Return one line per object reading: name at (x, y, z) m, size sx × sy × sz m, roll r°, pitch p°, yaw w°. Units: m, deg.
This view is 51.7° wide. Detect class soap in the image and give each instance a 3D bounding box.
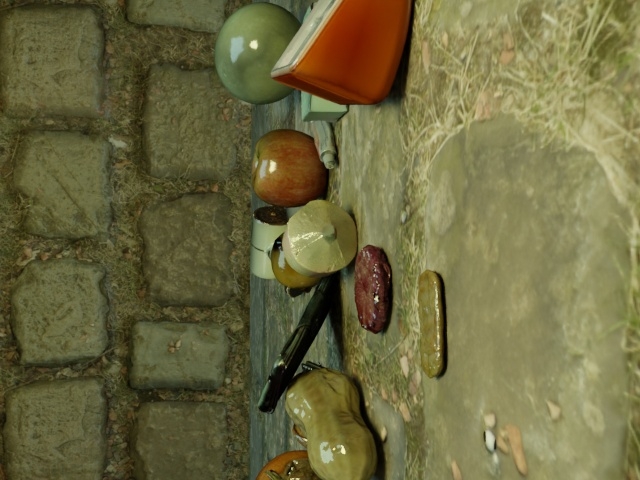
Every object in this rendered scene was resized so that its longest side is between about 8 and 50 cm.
soap at (0.008, -0.377, 1.394) m, size 0.145 × 0.091 × 0.230 m, roll 170°, pitch 99°, yaw -78°

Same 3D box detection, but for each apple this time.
apple at (-0.073, -0.169, 1.567) m, size 0.188 × 0.174 × 0.188 m, roll -178°, pitch 90°, yaw -75°

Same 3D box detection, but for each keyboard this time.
keyboard at (-0.007, 0.348, 1.607) m, size 0.317 × 0.027 × 0.106 m, roll 151°, pitch 118°, yaw -77°

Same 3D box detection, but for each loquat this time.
loquat at (-0.048, 0.043, 1.540) m, size 0.163 × 0.137 × 0.163 m, roll 17°, pitch 110°, yaw 58°

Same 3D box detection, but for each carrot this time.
carrot at (-0.048, 0.537, 1.369) m, size 0.193 × 0.214 × 0.331 m, roll 63°, pitch 157°, yaw 12°

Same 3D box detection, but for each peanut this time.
peanut at (0.021, 0.340, 1.222) m, size 0.313 × 0.149 × 0.149 m, roll -118°, pitch 30°, yaw -63°

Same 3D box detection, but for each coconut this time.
coconut at (0.000, 0.000, 1.313) m, size 0.152 × 0.147 × 0.147 m, roll 128°, pitch 141°, yaw -75°

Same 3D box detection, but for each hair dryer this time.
hair dryer at (-0.115, 0.064, 1.945) m, size 0.362 × 0.128 × 0.203 m, roll -122°, pitch 34°, yaw -54°

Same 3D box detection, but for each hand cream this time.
hand cream at (0.006, -0.234, 1.508) m, size 0.216 × 0.052 × 0.038 m, roll -99°, pitch -18°, yaw -46°

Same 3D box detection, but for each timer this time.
timer at (0.046, -0.357, 1.074) m, size 0.257 × 0.161 × 0.249 m, roll -136°, pitch 65°, yaw -74°

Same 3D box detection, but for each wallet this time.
wallet at (-0.036, 0.198, 1.382) m, size 0.318 × 0.045 × 0.172 m, roll -57°, pitch -12°, yaw -48°

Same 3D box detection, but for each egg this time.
egg at (-0.159, -0.499, 1.781) m, size 0.352 × 0.259 × 0.258 m, roll 159°, pitch 111°, yaw -75°

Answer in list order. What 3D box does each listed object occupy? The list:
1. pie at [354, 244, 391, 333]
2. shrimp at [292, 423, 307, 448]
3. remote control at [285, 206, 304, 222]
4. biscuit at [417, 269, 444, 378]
pie at (0.088, 0.083, 1.138) m, size 0.154 × 0.036 × 0.154 m, roll 180°, pitch 90°, yaw -78°
shrimp at (0.029, 0.407, 1.321) m, size 0.178 × 0.124 × 0.034 m, roll 23°, pitch 104°, yaw 29°
remote control at (-0.056, -0.022, 1.766) m, size 0.109 × 0.055 × 0.312 m, roll 102°, pitch 163°, yaw -45°
biscuit at (0.149, 0.112, 0.893) m, size 0.071 × 0.019 × 0.147 m, roll 157°, pitch 112°, yaw -76°
